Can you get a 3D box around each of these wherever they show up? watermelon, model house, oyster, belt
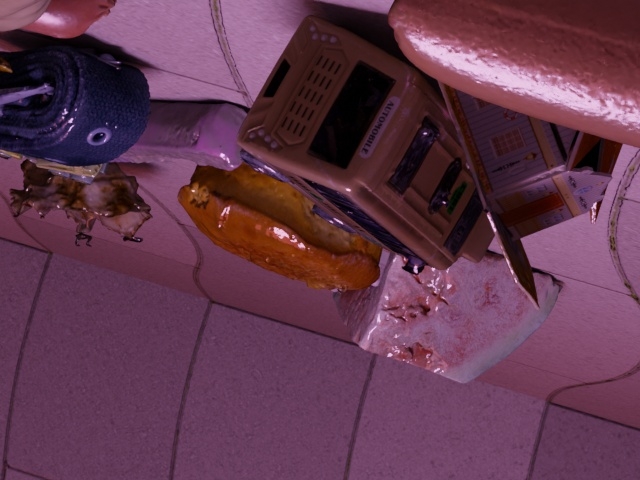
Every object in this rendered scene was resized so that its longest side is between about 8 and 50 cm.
[{"bbox_3d":[0.149,0.061,2.150,0.310,0.193,0.232,28,-166,19],"label":"watermelon"},{"bbox_3d":[0.192,-0.068,1.274,0.136,0.207,0.219,-23,159,11],"label":"model house"},{"bbox_3d":[-0.340,-0.063,2.268,0.198,0.133,0.337,22,175,-13],"label":"oyster"},{"bbox_3d":[-0.288,-0.146,1.698,0.128,0.122,0.218,11,173,-41],"label":"belt"}]

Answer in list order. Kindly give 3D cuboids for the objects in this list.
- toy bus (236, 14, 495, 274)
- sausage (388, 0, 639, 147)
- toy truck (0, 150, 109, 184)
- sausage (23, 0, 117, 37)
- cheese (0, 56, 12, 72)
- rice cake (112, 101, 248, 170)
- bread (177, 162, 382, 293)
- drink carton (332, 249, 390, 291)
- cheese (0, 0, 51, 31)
[{"bbox_3d":[0.055,-0.073,1.386,0.157,0.139,0.289,28,175,27],"label":"toy bus"},{"bbox_3d":[0.176,-0.127,0.981,0.253,0.123,0.123,18,171,8],"label":"sausage"},{"bbox_3d":[-0.357,-0.132,2.072,0.169,0.077,0.100,19,173,2],"label":"toy truck"},{"bbox_3d":[-0.384,-0.262,1.348,0.433,0.087,0.088,19,171,-8],"label":"sausage"},{"bbox_3d":[-0.420,-0.238,1.611,0.250,0.064,0.156,38,168,-31],"label":"cheese"},{"bbox_3d":[-0.212,-0.126,1.860,0.064,0.070,0.399,31,164,-39],"label":"rice cake"},{"bbox_3d":[-0.039,-0.034,1.861,0.268,0.145,0.268,21,170,4],"label":"bread"},{"bbox_3d":[0.001,0.000,2.108,0.134,0.101,0.222,18,171,-13],"label":"drink carton"},{"bbox_3d":[-0.318,-0.263,1.064,0.328,0.129,0.351,19,171,-11],"label":"cheese"}]
